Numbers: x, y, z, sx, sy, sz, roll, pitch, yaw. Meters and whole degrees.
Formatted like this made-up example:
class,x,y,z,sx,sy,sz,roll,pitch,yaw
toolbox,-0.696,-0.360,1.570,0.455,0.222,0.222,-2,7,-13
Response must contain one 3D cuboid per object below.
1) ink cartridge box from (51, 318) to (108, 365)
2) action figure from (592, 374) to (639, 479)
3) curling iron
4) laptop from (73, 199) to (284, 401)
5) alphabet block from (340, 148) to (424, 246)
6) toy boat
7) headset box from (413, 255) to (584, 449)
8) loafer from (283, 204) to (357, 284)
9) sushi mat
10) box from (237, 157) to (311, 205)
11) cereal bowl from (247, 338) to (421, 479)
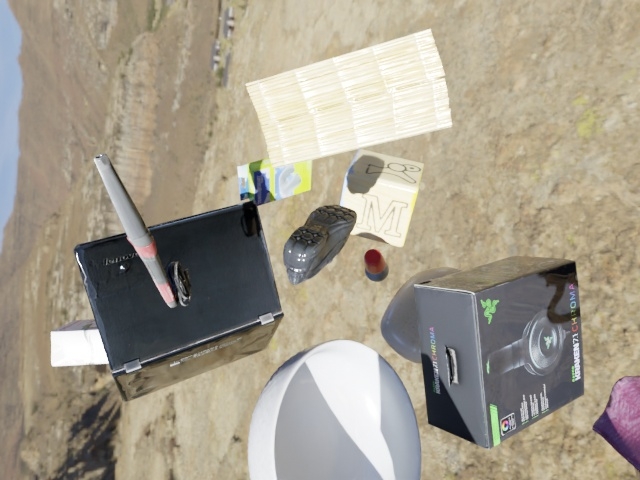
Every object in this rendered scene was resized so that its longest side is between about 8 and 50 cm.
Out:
class,x,y,z,sx,sy,sz,roll,pitch,yaw
ink cartridge box,-0.557,0.258,1.350,0.160,0.220,0.092,-157,65,-85
action figure,0.237,0.219,0.224,0.370,0.248,0.275,-50,-40,-64
curling iron,-0.253,-0.005,0.745,0.068,0.035,0.274,-94,-12,-49
laptop,-0.308,0.153,1.200,0.236,0.382,0.408,64,155,21
alphabet block,0.170,-0.124,1.473,0.192,0.197,0.193,-63,-15,-54
toy boat,0.234,0.143,1.347,0.318,0.267,0.148,43,172,23
headset box,0.297,0.171,0.869,0.131,0.283,0.246,3,101,57
loafer,0.000,0.000,0.878,0.076,0.223,0.078,20,120,17
sushi mat,0.044,-0.222,0.845,0.019,0.317,0.151,-54,-49,-68
box,-0.107,-0.151,1.255,0.042,0.178,0.109,50,150,38
cereal bowl,0.013,0.346,0.876,0.141,0.339,0.338,-25,64,45
